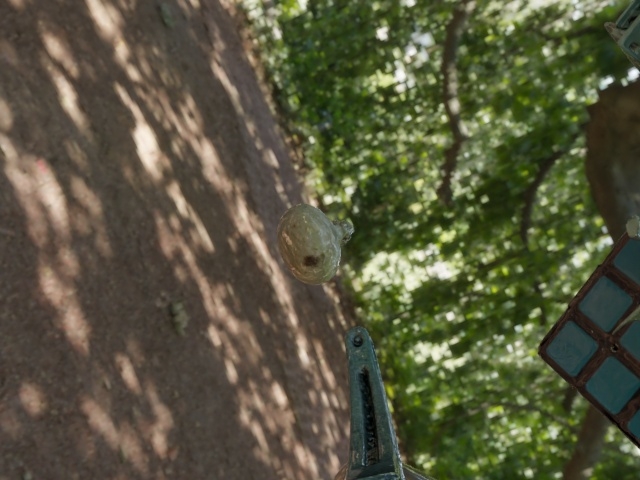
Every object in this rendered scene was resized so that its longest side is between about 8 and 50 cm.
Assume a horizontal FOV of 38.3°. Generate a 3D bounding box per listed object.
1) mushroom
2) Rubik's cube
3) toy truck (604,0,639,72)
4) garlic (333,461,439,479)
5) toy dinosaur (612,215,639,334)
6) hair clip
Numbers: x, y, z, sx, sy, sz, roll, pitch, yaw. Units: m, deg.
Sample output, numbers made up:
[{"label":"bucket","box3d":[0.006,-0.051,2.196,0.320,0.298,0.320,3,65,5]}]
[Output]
[{"label":"mushroom","box3d":[0.000,0.000,0.928,0.085,0.079,0.085,49,-30,42]},{"label":"Rubik's cube","box3d":[0.330,0.100,0.845,0.163,0.162,0.160,20,20,-47]},{"label":"toy truck","box3d":[0.459,-0.185,1.086,0.184,0.133,0.338,41,16,30]},{"label":"garlic","box3d":[0.104,0.233,0.680,0.266,0.148,0.129,25,-45,39]},{"label":"toy dinosaur","box3d":[0.290,-0.014,0.757,0.082,0.209,0.039,13,10,-44]},{"label":"hair clip","box3d":[0.026,0.114,0.552,0.229,0.039,0.070,-93,166,-74]}]
